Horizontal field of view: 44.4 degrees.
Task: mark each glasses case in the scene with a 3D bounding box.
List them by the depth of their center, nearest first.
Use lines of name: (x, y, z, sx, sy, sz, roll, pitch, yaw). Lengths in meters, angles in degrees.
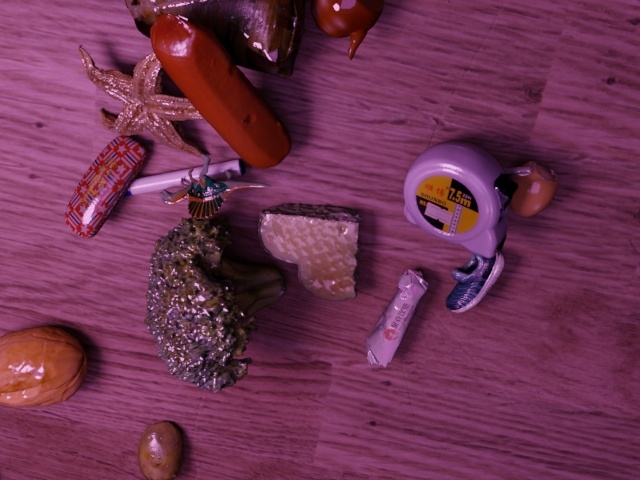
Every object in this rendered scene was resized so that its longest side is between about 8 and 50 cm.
glasses case: (-0.379, -0.097, 1.366, 0.073, 0.049, 0.194, 34, 92, 9)

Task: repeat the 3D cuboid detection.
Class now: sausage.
sausage: (-0.148, -0.219, 1.218, 0.097, 0.348, 0.094, 17, 73, 34)

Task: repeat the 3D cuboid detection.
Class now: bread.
bread: (0.000, 0.000, 1.403, 0.232, 0.064, 0.172, 43, 108, -15)

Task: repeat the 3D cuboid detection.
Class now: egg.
egg: (0.358, -0.086, 1.335, 0.080, 0.080, 0.096, 28, 122, -7)

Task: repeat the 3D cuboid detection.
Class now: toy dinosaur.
toy dinosaur: (-0.185, -0.080, 1.329, 0.187, 0.044, 0.106, 24, 71, 19)

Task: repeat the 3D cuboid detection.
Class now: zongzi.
zongzi: (-0.139, -0.425, 1.215, 0.286, 0.134, 0.288, 16, 98, 4)

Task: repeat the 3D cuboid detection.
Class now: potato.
potato: (-0.328, 0.439, 1.603, 0.091, 0.070, 0.138, 5, 112, 1)

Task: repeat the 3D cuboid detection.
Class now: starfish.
starfish: (-0.279, -0.234, 1.299, 0.236, 0.062, 0.277, -30, 115, 37)

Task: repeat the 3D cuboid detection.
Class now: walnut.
walnut: (-0.549, 0.242, 1.494, 0.206, 0.159, 0.159, -11, 111, 7)

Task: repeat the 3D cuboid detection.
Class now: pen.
pen: (-0.266, -0.108, 1.394, 0.269, 0.033, 0.033, -10, 111, 7)

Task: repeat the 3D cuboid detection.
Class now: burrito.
burrito: (0.140, 0.143, 1.455, 0.064, 0.064, 0.203, 21, 113, -5)

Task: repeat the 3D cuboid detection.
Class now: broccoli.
broccoli: (-0.200, 0.099, 1.367, 0.235, 0.260, 0.288, 17, 111, 12)

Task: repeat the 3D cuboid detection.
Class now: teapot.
teapot: (0.030, -0.372, 1.232, 0.116, 0.116, 0.173, -25, 84, 13)

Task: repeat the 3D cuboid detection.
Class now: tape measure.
tape measure: (0.237, -0.081, 1.313, 0.196, 0.105, 0.178, 28, 137, 17)

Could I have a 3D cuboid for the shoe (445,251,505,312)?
shoe: (0.269, 0.069, 1.413, 0.071, 0.064, 0.143, 31, 108, -10)
